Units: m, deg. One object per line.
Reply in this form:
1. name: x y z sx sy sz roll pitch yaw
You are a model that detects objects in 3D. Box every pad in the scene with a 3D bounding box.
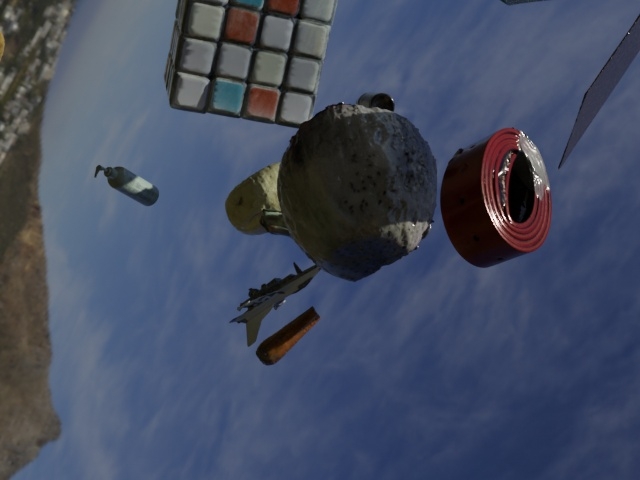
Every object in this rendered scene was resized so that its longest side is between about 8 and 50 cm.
1. pad: 0.470 -0.281 1.258 0.330 0.004 0.220 -52 161 -18

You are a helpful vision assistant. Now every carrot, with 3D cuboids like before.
1. carrot: -0.068 0.206 1.732 0.161 0.055 0.055 -38 -160 -9

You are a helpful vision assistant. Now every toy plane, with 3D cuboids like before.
1. toy plane: -0.091 0.102 1.583 0.234 0.160 0.082 -48 -111 14

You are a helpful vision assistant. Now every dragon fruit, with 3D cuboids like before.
1. dragon fruit: 0.043 -0.077 1.359 0.283 0.204 0.221 -33 -139 28

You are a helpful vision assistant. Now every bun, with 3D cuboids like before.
1. bun: -0.121 -0.099 2.067 0.244 0.153 0.244 -36 168 -9

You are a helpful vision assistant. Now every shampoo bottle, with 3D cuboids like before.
1. shampoo bottle: -0.445 -0.134 1.842 0.056 0.195 0.056 -8 -110 21

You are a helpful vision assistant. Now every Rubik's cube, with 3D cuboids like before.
1. Rubik's cube: -0.135 -0.361 1.452 0.256 0.253 0.259 -124 -136 -67

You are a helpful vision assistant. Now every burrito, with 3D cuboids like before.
1. burrito: 0.000 -0.002 1.907 0.066 0.309 0.096 -70 -165 -10

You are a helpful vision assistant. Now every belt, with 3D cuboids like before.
1. belt: 0.361 -0.091 1.630 0.115 0.227 0.324 -24 -152 42

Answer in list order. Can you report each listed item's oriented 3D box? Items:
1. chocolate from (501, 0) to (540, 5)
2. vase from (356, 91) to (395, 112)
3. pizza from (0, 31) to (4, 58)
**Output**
1. chocolate: 0.518 -0.674 1.799 0.301 0.137 0.289 -52 -161 0
2. vase: 0.115 -0.310 1.838 0.060 0.060 0.211 -60 -165 4
3. pizza: -0.835 -0.399 1.810 0.289 0.229 0.081 -26 -102 38
